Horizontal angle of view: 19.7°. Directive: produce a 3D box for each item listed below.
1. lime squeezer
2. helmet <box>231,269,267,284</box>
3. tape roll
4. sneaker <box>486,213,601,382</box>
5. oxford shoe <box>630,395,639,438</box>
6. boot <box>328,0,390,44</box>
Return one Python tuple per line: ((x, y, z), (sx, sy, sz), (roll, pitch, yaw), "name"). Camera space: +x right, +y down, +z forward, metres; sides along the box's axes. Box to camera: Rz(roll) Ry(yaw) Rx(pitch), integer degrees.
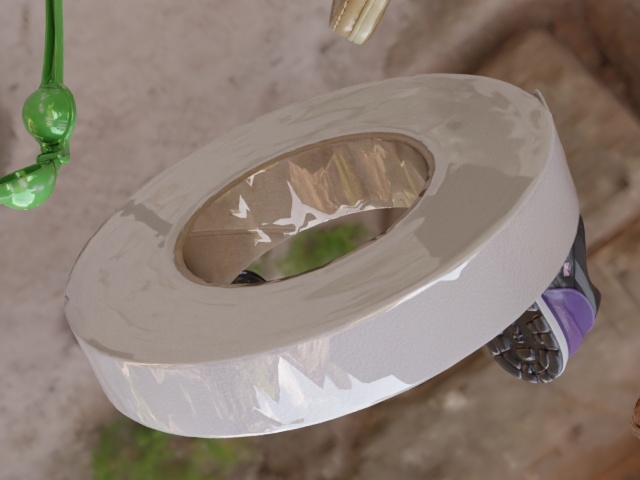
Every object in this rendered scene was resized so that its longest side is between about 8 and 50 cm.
((-0.258, -0.098, 1.556), (0.110, 0.310, 0.059), (35, 147, -20), "lime squeezer")
((-0.058, 0.122, 2.056), (0.162, 0.169, 0.169), (20, 124, -35), "helmet")
((0.000, 0.000, 1.372), (0.392, 0.392, 0.072), (-28, 117, -11), "tape roll")
((0.180, -0.017, 1.709), (0.124, 0.107, 0.283), (-43, 123, -38), "sneaker")
((0.311, 0.086, 1.495), (0.212, 0.076, 0.076), (-41, 123, -37), "oxford shoe")
((-0.024, -0.288, 1.400), (0.203, 0.262, 0.095), (14, 161, -13), "boot")
